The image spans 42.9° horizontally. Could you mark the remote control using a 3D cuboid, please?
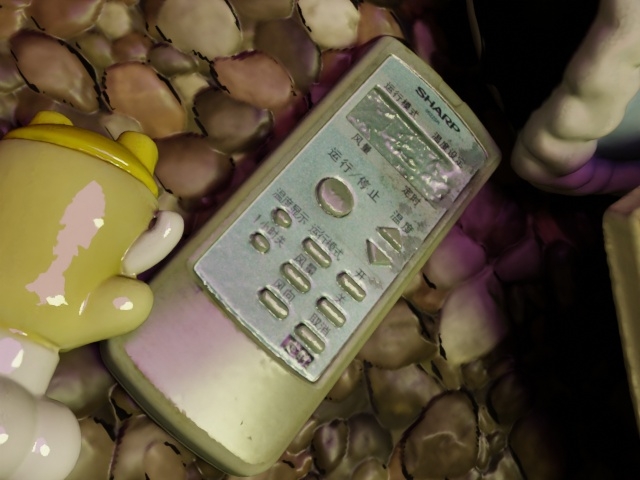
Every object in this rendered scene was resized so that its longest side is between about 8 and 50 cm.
[{"bbox_3d":[0.000,0.000,0.403,0.098,0.038,0.233,45,63,-9],"label":"remote control"}]

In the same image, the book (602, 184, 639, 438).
[{"bbox_3d":[0.272,0.104,0.440,0.262,0.028,0.374,-27,109,-27],"label":"book"}]

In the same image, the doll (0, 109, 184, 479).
[{"bbox_3d":[-0.120,0.023,0.325,0.106,0.062,0.163,15,67,9],"label":"doll"}]

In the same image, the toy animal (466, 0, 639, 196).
[{"bbox_3d":[0.177,-0.139,0.447,0.204,0.156,0.208,2,73,-28],"label":"toy animal"}]
